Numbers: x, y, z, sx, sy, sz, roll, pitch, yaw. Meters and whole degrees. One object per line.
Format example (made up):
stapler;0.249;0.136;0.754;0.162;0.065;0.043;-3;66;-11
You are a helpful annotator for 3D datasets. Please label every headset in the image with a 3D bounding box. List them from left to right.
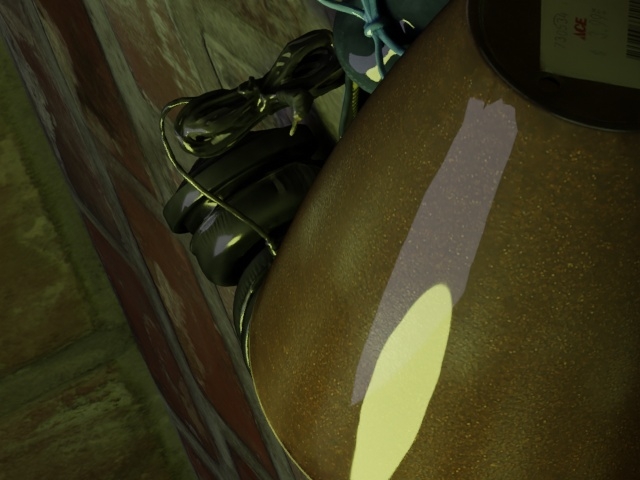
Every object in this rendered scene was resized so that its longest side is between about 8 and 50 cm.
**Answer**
headset;0.000;0.000;1.417;0.243;0.185;0.394;58;-178;35

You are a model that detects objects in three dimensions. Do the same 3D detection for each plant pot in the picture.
plant pot;0.091;-0.012;0.842;0.215;0.215;0.230;56;151;29

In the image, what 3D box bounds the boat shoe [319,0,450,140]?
boat shoe;0.053;-0.099;1.003;0.109;0.089;0.258;56;166;27
